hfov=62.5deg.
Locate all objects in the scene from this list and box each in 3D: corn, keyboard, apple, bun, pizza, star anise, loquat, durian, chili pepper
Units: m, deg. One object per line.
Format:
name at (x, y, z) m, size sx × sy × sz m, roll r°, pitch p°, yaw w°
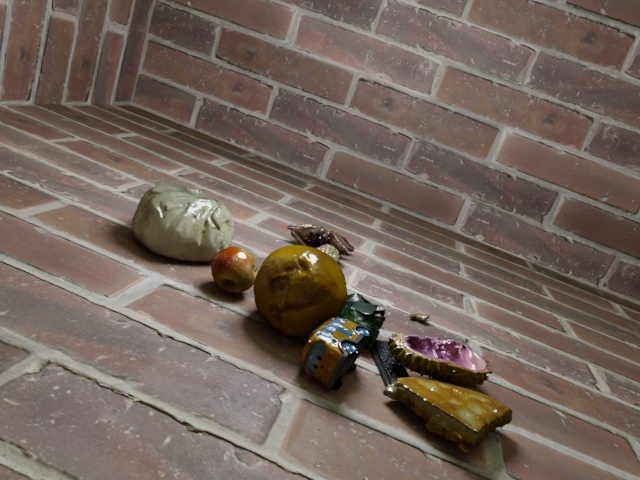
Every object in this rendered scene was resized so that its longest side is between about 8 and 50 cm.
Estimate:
corn at (-0.002, 0.089, 1.953) m, size 0.126 × 0.127 × 0.335 m, roll 24°, pitch 14°, yaw 12°
keyboard at (0.203, 0.355, 1.518) m, size 0.093 × 0.025 × 0.230 m, roll 13°, pitch 19°, yaw -15°
apple at (-0.263, 0.085, 1.608) m, size 0.146 × 0.146 × 0.146 m, roll 18°, pitch 17°, yaw -6°
bun at (-0.450, -0.077, 1.782) m, size 0.359 × 0.211 × 0.360 m, roll 19°, pitch 16°, yaw -6°
pizza at (0.335, 0.423, 1.363) m, size 0.258 × 0.087 × 0.268 m, roll 29°, pitch 18°, yaw 37°
star anise at (0.002, -0.001, 2.237) m, size 0.292 × 0.109 × 0.349 m, roll 14°, pitch 6°, yaw 6°
loquat at (-0.048, 0.139, 1.520) m, size 0.276 × 0.276 × 0.284 m, roll 32°, pitch 18°, yaw 34°
durian at (0.345, 0.360, 1.502) m, size 0.341 × 0.112 × 0.191 m, roll 15°, pitch 20°, yaw -28°
chili pepper at (0.113, 0.230, 1.641) m, size 0.148 × 0.116 × 0.264 m, roll 14°, pitch 17°, yaw -9°

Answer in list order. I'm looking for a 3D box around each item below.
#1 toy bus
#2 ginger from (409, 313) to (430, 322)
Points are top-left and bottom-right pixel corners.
toy bus at (0.035, 0.282, 1.369) m, size 0.136 × 0.126 × 0.209 m, roll 29°, pitch 22°, yaw 15°
ginger at (0.367, 0.282, 1.912) m, size 0.097 × 0.030 × 0.048 m, roll 11°, pitch -8°, yaw -35°
